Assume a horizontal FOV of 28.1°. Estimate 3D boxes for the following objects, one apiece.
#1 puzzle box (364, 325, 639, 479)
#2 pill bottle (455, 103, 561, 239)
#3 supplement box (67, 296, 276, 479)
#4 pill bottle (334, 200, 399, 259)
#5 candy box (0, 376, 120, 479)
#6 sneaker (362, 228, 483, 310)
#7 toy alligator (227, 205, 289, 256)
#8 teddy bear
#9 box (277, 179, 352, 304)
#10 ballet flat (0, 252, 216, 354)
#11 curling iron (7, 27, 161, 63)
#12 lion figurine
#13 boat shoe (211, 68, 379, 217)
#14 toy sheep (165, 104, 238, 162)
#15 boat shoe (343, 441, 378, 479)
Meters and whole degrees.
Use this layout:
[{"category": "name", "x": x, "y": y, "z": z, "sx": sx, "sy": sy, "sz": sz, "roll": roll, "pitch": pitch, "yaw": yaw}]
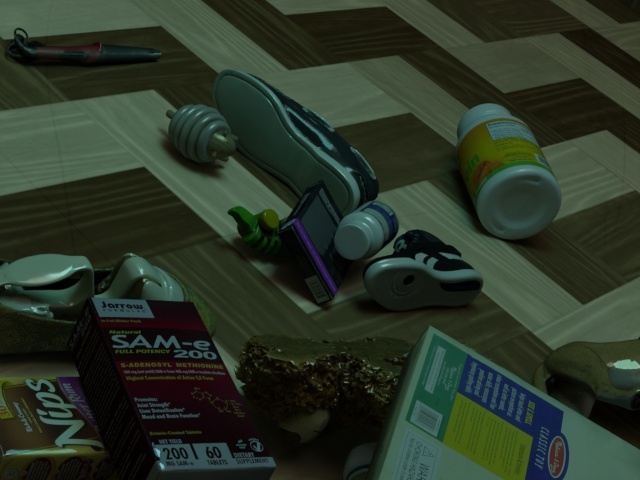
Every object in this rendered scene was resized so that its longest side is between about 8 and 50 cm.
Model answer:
[{"category": "puzzle box", "x": 0.167, "y": 0.268, "z": 1.171, "sx": 0.272, "sy": 0.052, "sz": 0.409, "roll": 31, "pitch": 33, "yaw": -2}, {"category": "pill bottle", "x": 0.299, "y": -0.123, "z": 2.102, "sx": 0.136, "sy": 0.136, "sz": 0.245, "roll": 15, "pitch": 32, "yaw": -19}, {"category": "supplement box", "x": -0.153, "y": 0.162, "z": 1.278, "sx": 0.130, "sy": 0.073, "sz": 0.239, "roll": 5, "pitch": 36, "yaw": -35}, {"category": "pill bottle", "x": 0.061, "y": -0.011, "z": 1.747, "sx": 0.067, "sy": 0.067, "sz": 0.120, "roll": 32, "pitch": 22, "yaw": 10}, {"category": "candy box", "x": -0.248, "y": 0.191, "z": 1.283, "sx": 0.187, "sy": 0.053, "sz": 0.109, "roll": 2, "pitch": 38, "yaw": -33}, {"category": "sneaker", "x": 0.117, "y": 0.035, "z": 1.789, "sx": 0.217, "sy": 0.079, "sz": 0.121, "roll": 8, "pitch": 30, "yaw": -42}, {"category": "toy alligator", "x": -0.053, "y": -0.001, "z": 1.737, "sx": 0.190, "sy": 0.056, "sz": 0.051, "roll": 19, "pitch": 62, "yaw": -44}, {"category": "teddy bear", "x": 0.073, "y": 0.174, "z": 1.440, "sx": 0.338, "sy": 0.113, "sz": 0.245, "roll": 0, "pitch": 12, "yaw": -38}, {"category": "box", "x": 0.000, "y": 0.000, "z": 1.731, "sx": 0.116, "sy": 0.029, "sz": 0.162, "roll": 61, "pitch": 27, "yaw": -16}, {"category": "ballet flat", "x": -0.250, "y": 0.065, "z": 1.416, "sx": 0.349, "sy": 0.123, "sz": 0.123, "roll": 1, "pitch": 38, "yaw": -36}, {"category": "curling iron", "x": -0.359, "y": -0.297, "z": 1.973, "sx": 0.274, "sy": 0.035, "sz": 0.068, "roll": -5, "pitch": 42, "yaw": -41}, {"category": "lion figurine", "x": 0.419, "y": 0.183, "z": 1.719, "sx": 0.392, "sy": 0.142, "sz": 0.240, "roll": 6, "pitch": 24, "yaw": -22}, {"category": "boat shoe", "x": -0.039, "y": -0.149, "z": 1.923, "sx": 0.302, "sy": 0.114, "sz": 0.091, "roll": 48, "pitch": 36, "yaw": 13}, {"category": "toy sheep", "x": -0.175, "y": -0.156, "z": 1.850, "sx": 0.132, "sy": 0.091, "sz": 0.091, "roll": 26, "pitch": 27, "yaw": 29}, {"category": "boat shoe", "x": 0.167, "y": 0.300, "z": 1.372, "sx": 0.302, "sy": 0.109, "sz": 0.094, "roll": 17, "pitch": 50, "yaw": -1}]
